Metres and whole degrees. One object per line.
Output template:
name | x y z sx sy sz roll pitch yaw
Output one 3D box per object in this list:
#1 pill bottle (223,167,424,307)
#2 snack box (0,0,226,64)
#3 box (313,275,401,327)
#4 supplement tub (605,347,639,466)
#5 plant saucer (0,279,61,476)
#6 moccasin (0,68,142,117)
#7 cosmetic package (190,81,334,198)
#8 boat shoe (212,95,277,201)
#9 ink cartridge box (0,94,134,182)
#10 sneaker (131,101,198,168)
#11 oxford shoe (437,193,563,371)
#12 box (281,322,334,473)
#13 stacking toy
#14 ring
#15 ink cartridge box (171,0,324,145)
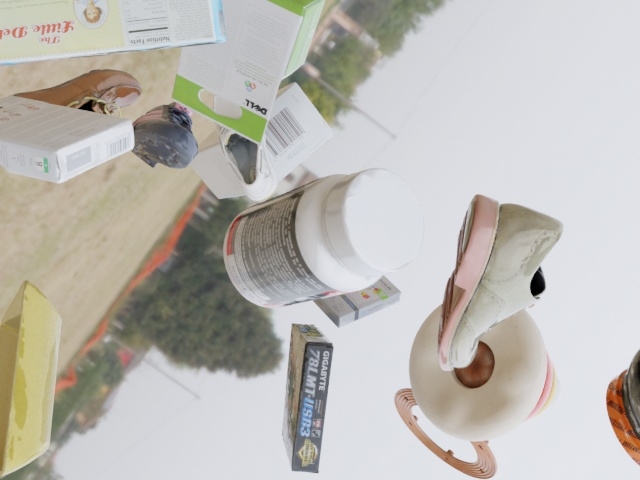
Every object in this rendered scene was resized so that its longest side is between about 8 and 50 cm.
pill bottle | 0.000 0.000 1.148 0.283 0.161 0.161 -17 -145 52
snack box | -0.282 -0.312 0.973 0.060 0.322 0.187 -60 146 -76
box | 0.080 0.127 2.010 0.186 0.145 0.038 -19 134 -28
supplement tub | 0.560 0.184 1.087 0.338 0.207 0.207 -45 -169 44
plant saucer | -0.548 0.274 1.517 0.333 0.081 0.332 -33 -128 56
moccasin | -0.545 -0.298 1.888 0.139 0.147 0.380 -47 173 32
cosmetic package | -0.171 -0.241 2.107 0.230 0.161 0.453 -42 -165 -15
boat shoe | -0.168 -0.219 1.750 0.098 0.277 0.096 -27 158 7
ink cartridge box | -0.414 -0.150 1.190 0.181 0.225 0.056 -45 142 -59
sneaker | -0.283 -0.212 1.535 0.131 0.112 0.319 -53 -154 -12
oxford shoe | 0.268 0.095 1.284 0.397 0.147 0.140 93 8 -54
box | -0.037 0.360 1.946 0.293 0.073 0.295 -164 -100 -83
stacking toy | 0.477 0.338 2.071 0.351 0.480 0.350 -13 -112 35
ring | 0.339 0.516 2.225 0.032 0.336 0.336 -44 -178 -25
ink cartridge box | -0.125 -0.316 1.352 0.097 0.189 0.255 -52 167 -53
